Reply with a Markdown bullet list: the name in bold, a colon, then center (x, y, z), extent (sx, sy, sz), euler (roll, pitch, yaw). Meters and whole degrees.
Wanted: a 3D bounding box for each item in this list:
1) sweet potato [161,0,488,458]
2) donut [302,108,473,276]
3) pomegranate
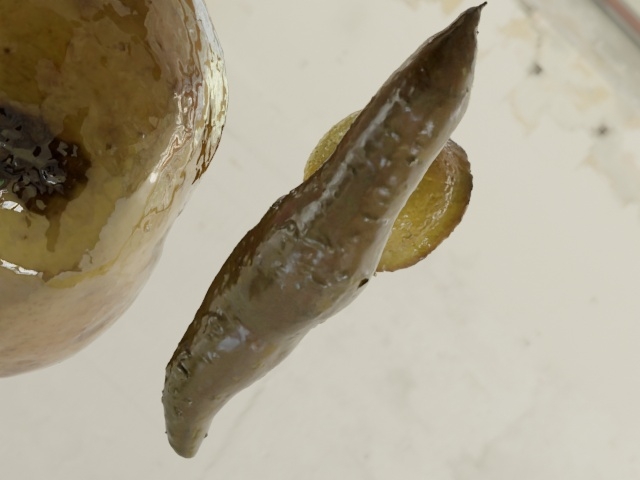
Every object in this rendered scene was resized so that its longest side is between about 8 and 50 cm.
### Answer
- **sweet potato**: center (0.000, 0.000, 0.761), extent (0.067, 0.274, 0.067), euler (33, -160, -14)
- **donut**: center (0.060, -0.062, 1.640), extent (0.074, 0.174, 0.190), euler (36, -163, -47)
- **pomegranate**: center (-0.207, -0.073, 1.000), extent (0.322, 0.322, 0.322), euler (30, -146, -23)
